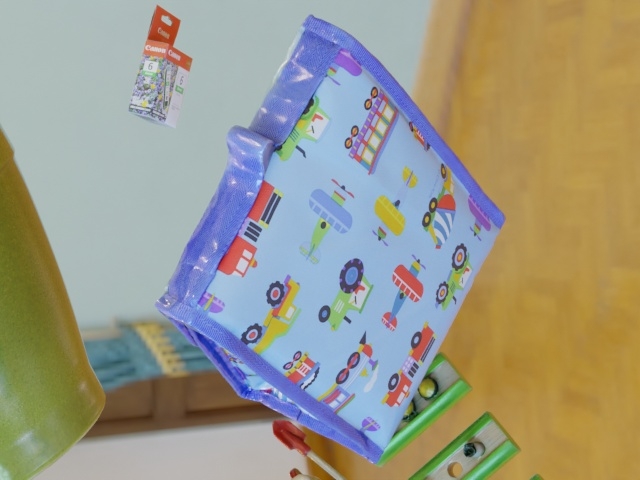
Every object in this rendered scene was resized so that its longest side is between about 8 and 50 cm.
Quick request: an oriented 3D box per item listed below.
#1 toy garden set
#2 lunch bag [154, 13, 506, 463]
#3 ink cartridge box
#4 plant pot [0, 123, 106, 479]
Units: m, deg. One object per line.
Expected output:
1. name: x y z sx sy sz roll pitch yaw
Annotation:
1. toy garden set: 0.057 0.200 1.222 0.244 0.204 0.049 51 -171 22
2. lunch bag: 0.000 0.000 1.001 0.221 0.138 0.293 -61 -26 -13
3. ink cartridge box: -0.160 -0.179 1.470 0.063 0.029 0.115 22 -98 -69
4. plant pot: -0.407 0.085 1.469 0.353 0.366 0.366 60 172 -14
